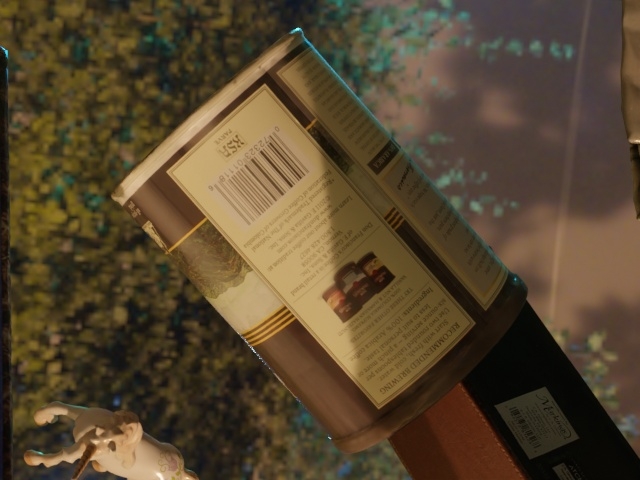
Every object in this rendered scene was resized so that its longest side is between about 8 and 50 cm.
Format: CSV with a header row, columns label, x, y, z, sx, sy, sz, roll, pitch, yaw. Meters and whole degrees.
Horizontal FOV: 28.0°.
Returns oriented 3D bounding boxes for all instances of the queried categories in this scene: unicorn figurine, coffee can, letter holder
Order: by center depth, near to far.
label,x,y,z,sx,sy,sz,roll,pitch,yaw
unicorn figurine,-0.137,0.137,0.828,0.162,0.111,0.060,24,63,-50
coffee can,0.000,0.000,1.020,0.201,0.275,0.201,-41,-175,4
letter holder,0.145,0.195,1.276,0.302,0.152,0.214,57,-46,20

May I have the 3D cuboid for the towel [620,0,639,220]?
label,x,y,z,sx,sy,sz,roll,pitch,yaw
towel,0.381,-0.165,0.961,0.056,0.324,0.312,90,-2,-82

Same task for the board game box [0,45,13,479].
label,x,y,z,sx,sy,sz,roll,pitch,yaw
board game box,-0.253,0.068,0.513,0.291,0.141,0.232,-42,-136,36
